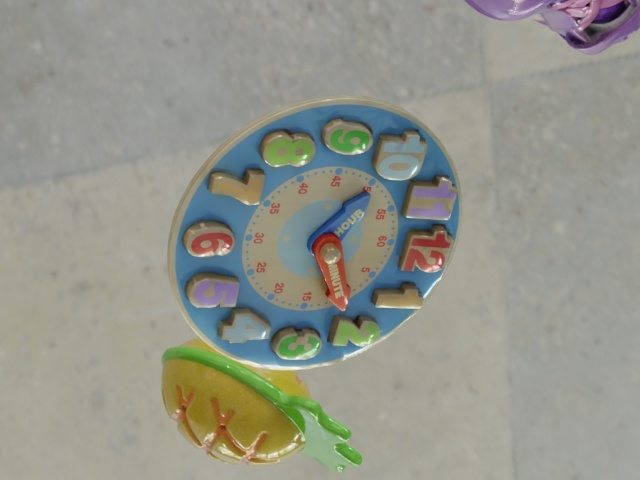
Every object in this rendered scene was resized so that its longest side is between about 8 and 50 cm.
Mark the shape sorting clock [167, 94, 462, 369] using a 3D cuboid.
[{"bbox_3d":[0.000,0.000,1.066,0.206,0.040,0.206,-13,125,-20],"label":"shape sorting clock"}]

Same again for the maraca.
[{"bbox_3d":[-0.050,0.135,1.300,0.099,0.186,0.127,-59,150,-22],"label":"maraca"}]

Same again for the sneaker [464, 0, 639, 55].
[{"bbox_3d":[0.119,-0.134,0.763,0.095,0.236,0.104,-31,100,19],"label":"sneaker"}]
